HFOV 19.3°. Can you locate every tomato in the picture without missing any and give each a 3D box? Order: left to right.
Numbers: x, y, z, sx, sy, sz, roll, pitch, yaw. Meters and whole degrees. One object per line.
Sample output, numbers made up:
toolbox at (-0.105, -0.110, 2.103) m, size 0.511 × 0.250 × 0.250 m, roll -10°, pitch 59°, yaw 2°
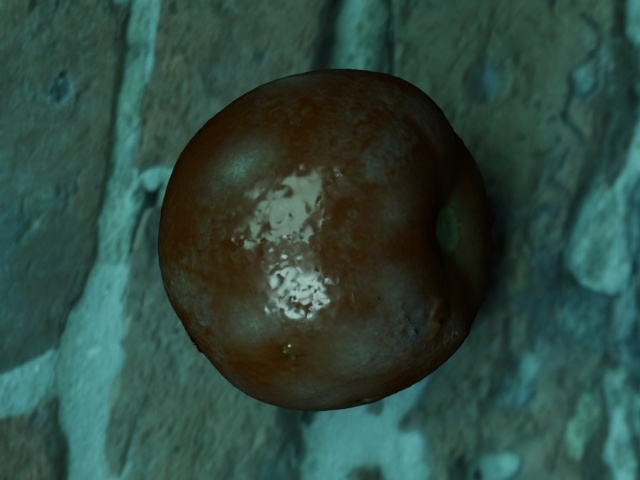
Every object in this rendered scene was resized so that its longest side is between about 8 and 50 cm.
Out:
tomato at (0.000, 0.000, 1.142) m, size 0.184 × 0.208 × 0.208 m, roll -4°, pitch 68°, yaw 26°
